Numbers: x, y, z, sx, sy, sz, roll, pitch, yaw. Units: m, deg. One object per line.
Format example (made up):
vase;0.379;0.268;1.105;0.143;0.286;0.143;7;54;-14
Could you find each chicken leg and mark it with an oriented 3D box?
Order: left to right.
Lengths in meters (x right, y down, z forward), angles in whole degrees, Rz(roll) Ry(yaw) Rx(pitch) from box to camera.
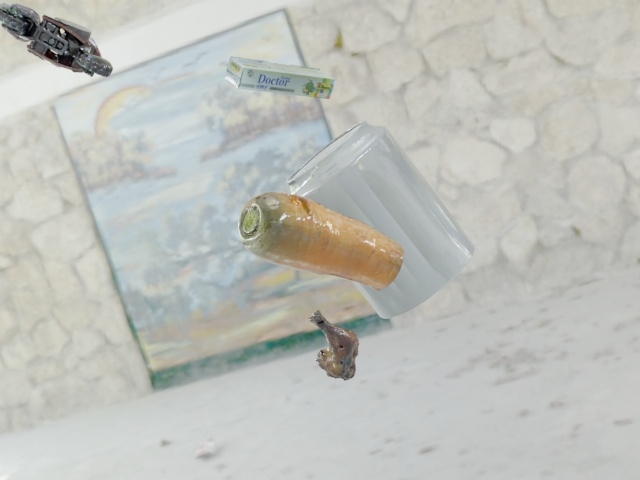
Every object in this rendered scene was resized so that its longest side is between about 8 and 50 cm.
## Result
chicken leg;0.020;0.140;1.220;0.062;0.145;0.037;-2;48;4

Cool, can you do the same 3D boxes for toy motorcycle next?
toy motorcycle;-0.445;-0.338;1.540;0.082;0.213;0.122;-60;17;3

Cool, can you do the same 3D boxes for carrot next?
carrot;0.000;0.000;1.046;0.193;0.087;0.087;17;-17;-32

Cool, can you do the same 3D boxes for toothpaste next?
toothpaste;-0.056;-0.234;1.325;0.164;0.034;0.046;0;28;-38

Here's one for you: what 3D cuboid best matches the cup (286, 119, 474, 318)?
cup;0.112;-0.056;1.813;0.237;0.327;0.323;-37;8;11
